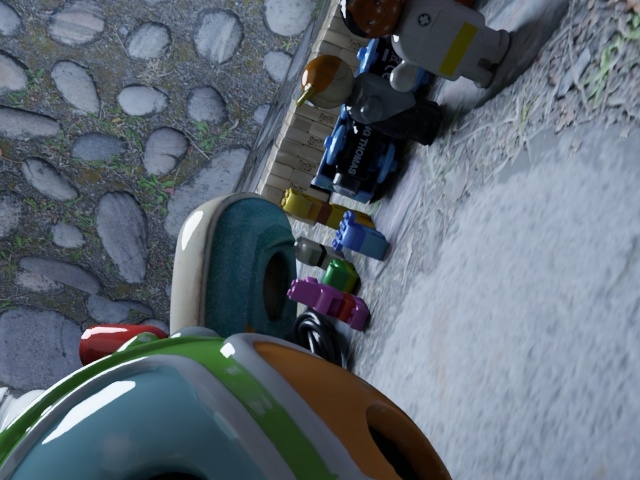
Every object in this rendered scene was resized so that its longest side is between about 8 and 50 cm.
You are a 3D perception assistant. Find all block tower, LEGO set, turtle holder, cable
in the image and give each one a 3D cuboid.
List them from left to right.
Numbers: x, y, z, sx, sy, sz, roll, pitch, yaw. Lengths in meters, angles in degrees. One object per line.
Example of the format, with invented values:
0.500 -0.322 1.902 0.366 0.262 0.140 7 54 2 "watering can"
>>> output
-0.068 0.182 0.412 0.320 0.243 0.227 -29 9 -30 "turtle holder"
-0.024 0.142 0.898 0.184 0.047 0.151 177 114 -79 "cable"
0.000 0.000 0.932 0.227 0.093 0.087 -112 45 -76 "LEGO set"
0.013 -0.190 1.279 0.091 0.097 0.336 -124 54 -78 "block tower"

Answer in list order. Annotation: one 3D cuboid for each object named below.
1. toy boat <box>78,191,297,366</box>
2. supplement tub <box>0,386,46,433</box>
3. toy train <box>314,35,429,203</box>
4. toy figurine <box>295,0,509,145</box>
-0.101 0.091 0.992 0.318 0.148 0.268 -22 -66 -65 "toy boat"
-0.326 0.341 1.258 0.241 0.331 0.241 -158 90 -80 "supplement tub"
0.052 -0.128 0.983 0.105 0.080 0.184 138 152 -81 "toy train"
0.073 -0.209 0.825 0.213 0.148 0.210 139 151 -68 "toy figurine"
